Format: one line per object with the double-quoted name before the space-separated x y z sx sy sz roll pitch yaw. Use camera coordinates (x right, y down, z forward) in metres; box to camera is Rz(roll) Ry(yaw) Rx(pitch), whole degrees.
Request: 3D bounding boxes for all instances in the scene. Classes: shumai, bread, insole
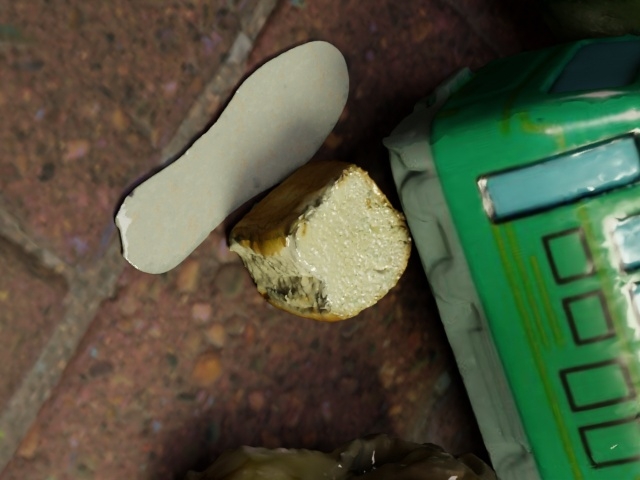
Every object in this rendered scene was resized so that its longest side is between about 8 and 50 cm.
"shumai" 0.006 0.177 0.817 0.175 0.206 0.166 23 91 -12
"bread" 0.000 0.002 0.865 0.083 0.070 0.077 -45 114 -25
"insole" -0.047 -0.051 0.871 0.197 0.004 0.065 -45 115 -26

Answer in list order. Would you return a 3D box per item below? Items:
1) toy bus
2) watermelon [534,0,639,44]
"toy bus" 0.187 0.045 0.904 0.344 0.199 0.183 70 25 -15
"watermelon" 0.300 -0.236 0.957 0.330 0.189 0.331 -27 133 -32
